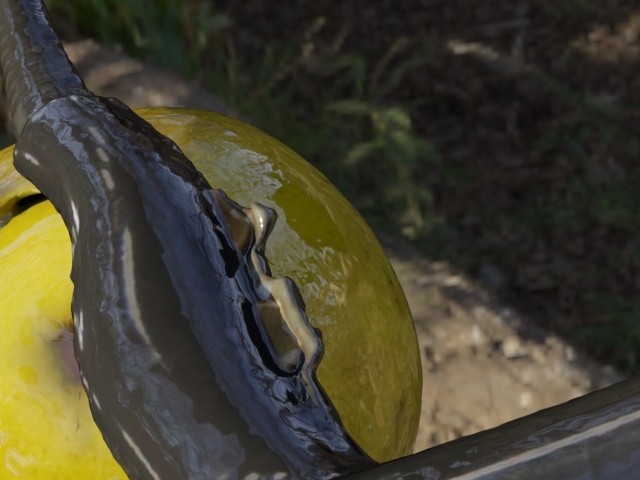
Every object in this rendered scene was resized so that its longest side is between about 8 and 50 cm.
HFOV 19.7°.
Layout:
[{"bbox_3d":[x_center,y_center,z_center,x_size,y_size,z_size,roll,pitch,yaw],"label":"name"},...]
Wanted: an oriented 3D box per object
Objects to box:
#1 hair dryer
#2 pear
[{"bbox_3d":[0.000,0.000,0.418,0.303,0.120,0.359,-35,47,3],"label":"hair dryer"},{"bbox_3d":[-0.086,0.086,0.933,0.285,0.336,0.285,1,56,-1],"label":"pear"}]
